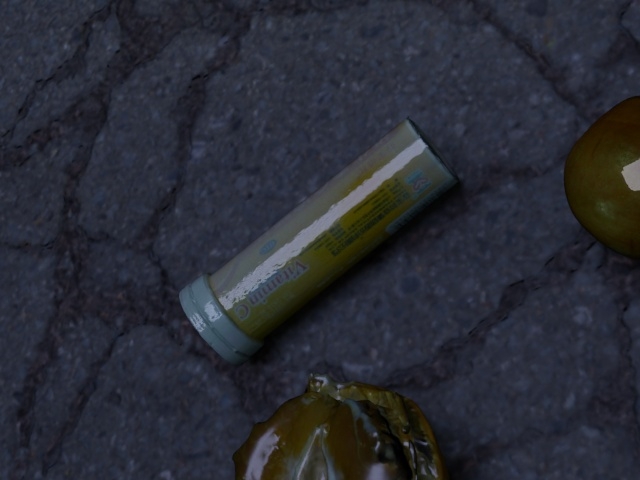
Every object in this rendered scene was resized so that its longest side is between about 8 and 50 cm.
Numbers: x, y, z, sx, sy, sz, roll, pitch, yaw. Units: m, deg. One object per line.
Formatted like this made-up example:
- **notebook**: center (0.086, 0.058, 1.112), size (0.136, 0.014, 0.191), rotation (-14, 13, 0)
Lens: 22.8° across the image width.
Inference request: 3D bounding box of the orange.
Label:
- **orange**: center (0.022, 0.168, 1.071), size (0.160, 0.112, 0.170), rotation (-39, 32, 25)

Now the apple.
- **apple**: center (0.217, -0.045, 1.049), size (0.102, 0.099, 0.114), rotation (28, 89, 38)

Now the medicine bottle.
- **medicine bottle**: center (0.000, 0.000, 1.178), size (0.218, 0.074, 0.074), rotation (-39, 56, 9)
